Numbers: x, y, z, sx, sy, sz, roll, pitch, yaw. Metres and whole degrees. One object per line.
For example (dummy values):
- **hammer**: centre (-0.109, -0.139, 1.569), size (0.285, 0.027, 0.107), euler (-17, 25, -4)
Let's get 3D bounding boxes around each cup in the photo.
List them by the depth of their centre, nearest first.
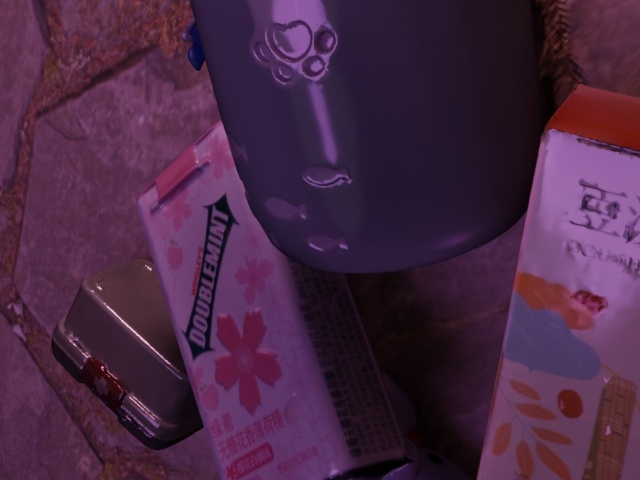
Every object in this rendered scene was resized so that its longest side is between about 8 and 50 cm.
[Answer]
- **cup**: centre (0.013, -0.141, 0.948), size (0.356, 0.259, 0.275), euler (16, 125, 53)

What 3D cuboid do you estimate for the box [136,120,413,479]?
- **box**: centre (-0.051, 0.084, 1.111), size (0.190, 0.112, 0.370), euler (-35, 68, 44)

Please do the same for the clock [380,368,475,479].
- **clock**: centre (0.067, 0.245, 1.186), size (0.254, 0.189, 0.189), euler (56, 137, 10)

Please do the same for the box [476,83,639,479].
- **box**: centre (0.306, 0.117, 0.840), size (0.344, 0.122, 0.385), euler (16, 119, 19)

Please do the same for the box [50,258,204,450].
- **box**: centre (-0.204, 0.132, 1.373), size (0.210, 0.148, 0.129), euler (39, 123, 18)

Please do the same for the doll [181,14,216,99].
- **doll**: centre (-0.085, -0.223, 1.114), size (0.096, 0.070, 0.195), euler (11, 122, 1)
